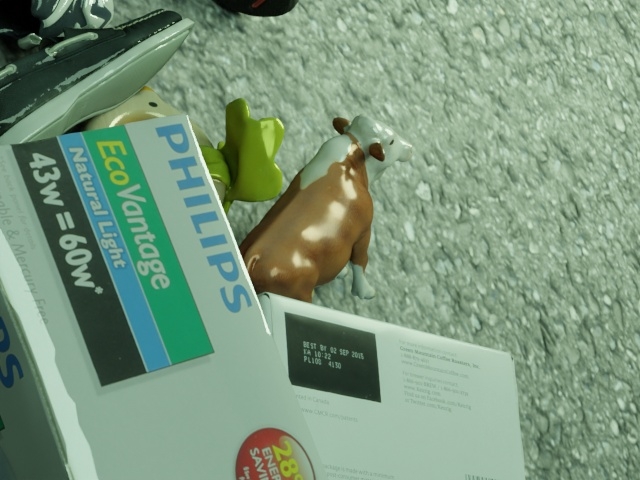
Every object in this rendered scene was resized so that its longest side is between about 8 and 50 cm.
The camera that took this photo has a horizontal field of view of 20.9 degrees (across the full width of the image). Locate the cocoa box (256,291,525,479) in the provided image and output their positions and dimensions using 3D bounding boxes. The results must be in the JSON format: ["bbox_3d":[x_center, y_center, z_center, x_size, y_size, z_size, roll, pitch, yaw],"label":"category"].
[{"bbox_3d":[0.008,0.217,1.729,0.347,0.228,0.231,16,61,-40],"label":"cocoa box"}]

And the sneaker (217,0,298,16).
[{"bbox_3d":[-0.119,-0.394,1.960,0.314,0.116,0.136,47,45,-19],"label":"sneaker"}]

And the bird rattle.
[{"bbox_3d":[-0.164,-0.053,1.788,0.207,0.143,0.253,42,52,1],"label":"bird rattle"}]

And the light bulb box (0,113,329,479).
[{"bbox_3d":[-0.224,0.136,1.379,0.225,0.361,0.358,-14,79,-43],"label":"light bulb box"}]

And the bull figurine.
[{"bbox_3d":[0.000,0.000,1.867,0.310,0.101,0.188,-45,135,-41],"label":"bull figurine"}]

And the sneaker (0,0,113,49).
[{"bbox_3d":[-0.315,-0.294,1.736,0.153,0.094,0.235,-40,112,-55],"label":"sneaker"}]

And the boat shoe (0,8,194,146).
[{"bbox_3d":[-0.243,-0.166,1.702,0.091,0.114,0.302,44,45,6],"label":"boat shoe"}]
